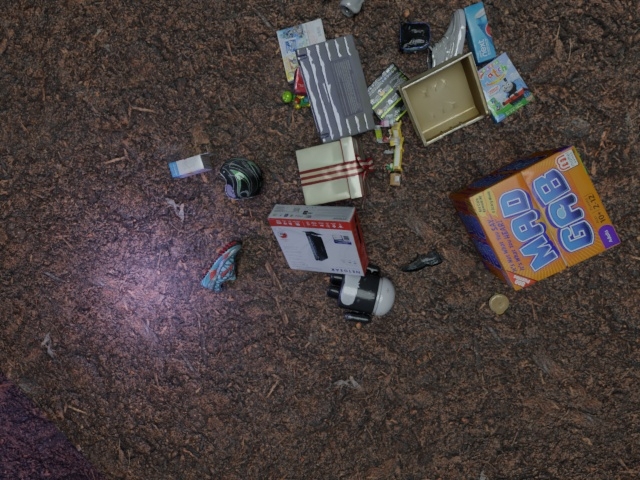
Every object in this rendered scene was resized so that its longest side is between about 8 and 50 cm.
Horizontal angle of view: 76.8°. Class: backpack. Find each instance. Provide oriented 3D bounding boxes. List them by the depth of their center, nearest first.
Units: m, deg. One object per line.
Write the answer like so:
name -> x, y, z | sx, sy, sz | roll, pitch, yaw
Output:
backpack -> 0.367, -0.785, 1.565 | 0.114, 0.084, 0.105 | 2, 96, 14

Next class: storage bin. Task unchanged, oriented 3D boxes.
storage bin -> 0.466, -0.526, 1.532 | 0.262, 0.123, 0.260 | -25, 115, 11

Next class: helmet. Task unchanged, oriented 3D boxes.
helmet -> -0.328, -0.264, 1.676 | 0.170, 0.169, 0.161 | -2, 113, 7

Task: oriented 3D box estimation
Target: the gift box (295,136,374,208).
gift box -> 0.079, -0.249, 1.594 | 0.258, 0.255, 0.276 | -11, 100, 17

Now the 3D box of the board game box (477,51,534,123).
board game box -> 0.700, -0.592, 1.575 | 0.160, 0.039, 0.211 | -34, 92, 10

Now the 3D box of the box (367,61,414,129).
box -> 0.283, -0.580, 1.623 | 0.184, 0.045, 0.191 | 45, 99, -3

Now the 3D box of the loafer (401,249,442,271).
loafer -> 0.419, 0.089, 1.693 | 0.170, 0.062, 0.061 | -16, 73, 5

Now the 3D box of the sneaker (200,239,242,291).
sneaker -> -0.411, 0.115, 1.782 | 0.125, 0.104, 0.262 | 36, 105, -16

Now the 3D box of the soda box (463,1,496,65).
soda box -> 0.604, -0.786, 1.547 | 0.071, 0.067, 0.210 | -16, 96, 9

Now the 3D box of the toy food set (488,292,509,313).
toy food set -> 0.747, 0.262, 1.689 | 0.083, 0.020, 0.082 | 37, 100, 1

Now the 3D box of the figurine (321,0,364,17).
figurine -> 0.105, -1.015, 1.570 | 0.215, 0.092, 0.209 | 31, 96, 1

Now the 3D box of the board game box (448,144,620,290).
board game box -> 0.742, -0.090, 1.473 | 0.356, 0.356, 0.356 | -28, 94, 10

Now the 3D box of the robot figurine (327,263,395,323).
robot figurine -> 0.169, 0.214, 1.677 | 0.278, 0.173, 0.209 | 12, 109, 5

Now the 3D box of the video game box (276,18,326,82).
video game box -> -0.063, -0.764, 1.638 | 0.187, 0.048, 0.205 | -12, 96, 6

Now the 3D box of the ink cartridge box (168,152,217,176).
ink cartridge box -> -0.533, -0.320, 1.720 | 0.181, 0.104, 0.061 | -14, 96, 8

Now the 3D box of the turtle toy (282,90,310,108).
turtle toy -> -0.091, -0.592, 1.653 | 0.130, 0.066, 0.095 | -7, 96, 7

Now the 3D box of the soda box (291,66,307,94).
soda box -> 0.025, -0.605, 1.591 | 0.263, 0.083, 0.092 | 6, 99, -14

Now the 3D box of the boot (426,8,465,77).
boot -> 0.477, -0.751, 1.550 | 0.124, 0.095, 0.258 | 2, 99, -1

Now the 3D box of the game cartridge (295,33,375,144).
game cartridge -> 0.064, -0.568, 1.534 | 0.230, 0.068, 0.355 | -20, 106, -11

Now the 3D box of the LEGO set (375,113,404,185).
LEGO set -> 0.270, -0.365, 1.624 | 0.107, 0.132, 0.287 | 4, 122, 23

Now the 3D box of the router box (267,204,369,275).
router box -> 0.000, 0.000, 1.579 | 0.336, 0.082, 0.301 | 3, 137, 24
